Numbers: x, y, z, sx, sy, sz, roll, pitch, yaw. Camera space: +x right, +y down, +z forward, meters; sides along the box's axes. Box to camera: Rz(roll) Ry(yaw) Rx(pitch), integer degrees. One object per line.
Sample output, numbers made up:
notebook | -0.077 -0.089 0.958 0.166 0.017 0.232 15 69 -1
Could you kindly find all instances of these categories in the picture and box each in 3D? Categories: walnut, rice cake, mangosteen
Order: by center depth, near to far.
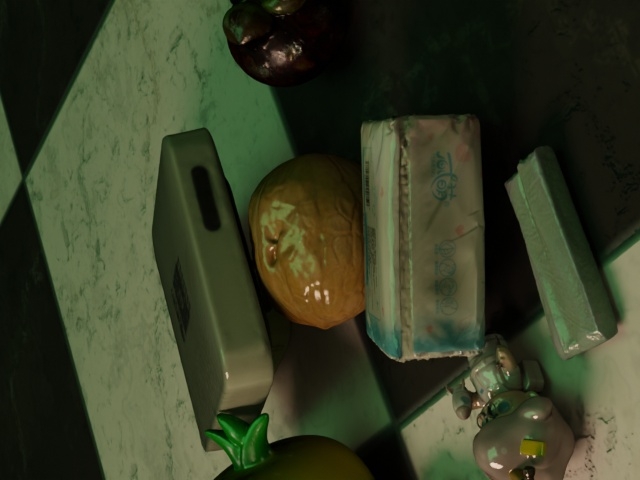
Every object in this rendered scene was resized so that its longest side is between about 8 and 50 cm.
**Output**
rice cake | 0.253 0.013 1.411 0.080 0.042 0.222 -42 60 57
walnut | 0.000 0.000 1.683 0.193 0.193 0.226 -29 68 56
mangosteen | -0.058 -0.286 1.731 0.172 0.184 0.173 -6 81 43

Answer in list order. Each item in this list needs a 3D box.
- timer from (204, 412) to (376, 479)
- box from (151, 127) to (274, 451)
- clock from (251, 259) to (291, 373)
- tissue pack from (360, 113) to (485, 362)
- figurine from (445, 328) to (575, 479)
timer | -0.059 0.337 1.702 0.285 0.285 0.285 12 104 57
box | -0.152 0.077 1.822 0.373 0.090 0.367 110 147 -65
clock | -0.132 0.108 2.011 0.232 0.069 0.170 58 139 36
tissue pack | 0.114 -0.008 1.512 0.201 0.124 0.271 -160 67 -79
figurine | 0.213 0.202 1.446 0.137 0.111 0.229 -54 36 36
